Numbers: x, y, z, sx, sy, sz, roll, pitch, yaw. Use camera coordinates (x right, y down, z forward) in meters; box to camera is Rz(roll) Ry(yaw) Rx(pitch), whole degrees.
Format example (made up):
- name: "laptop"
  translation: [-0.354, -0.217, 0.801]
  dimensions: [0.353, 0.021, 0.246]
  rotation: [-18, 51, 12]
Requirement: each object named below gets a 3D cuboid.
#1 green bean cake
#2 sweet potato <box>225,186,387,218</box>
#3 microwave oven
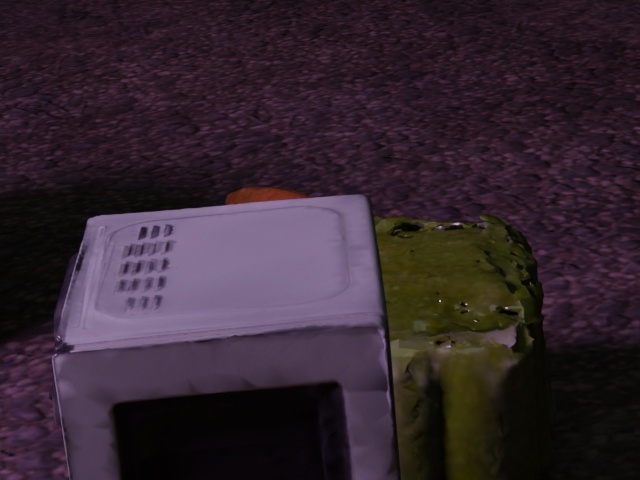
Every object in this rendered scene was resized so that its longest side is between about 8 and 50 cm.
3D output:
- name: "green bean cake"
  translation: [0.011, 0.063, 1.005]
  dimensions: [0.214, 0.113, 0.200]
  rotation: [-3, 19, 3]
- name: "sweet potato"
  translation: [0.001, 0.001, 1.279]
  dimensions: [0.202, 0.058, 0.055]
  rotation: [19, -13, 41]
- name: "microwave oven"
  translation: [-0.030, 0.105, 0.752]
  dimensions: [0.122, 0.208, 0.162]
  rotation: [-5, 19, 0]
